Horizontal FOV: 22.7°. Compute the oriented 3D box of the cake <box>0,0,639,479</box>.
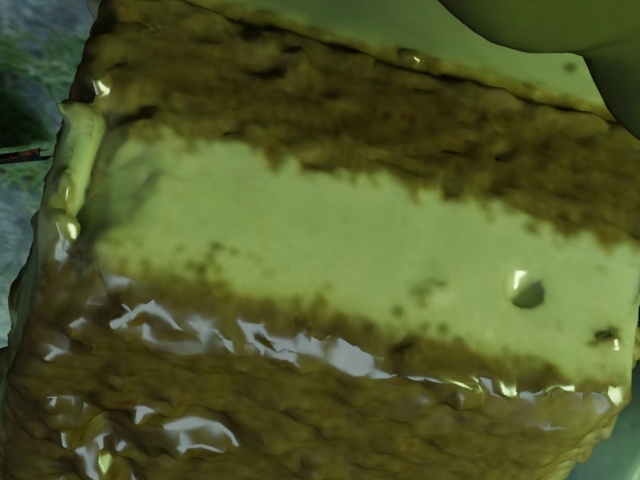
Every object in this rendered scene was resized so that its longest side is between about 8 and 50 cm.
[{"bbox_3d":[0.000,0.000,0.754,0.282,0.290,0.255,14,144,-8],"label":"cake"}]

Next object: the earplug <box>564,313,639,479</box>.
[{"bbox_3d":[0.259,0.120,0.947,0.326,0.175,0.214,-5,146,6],"label":"earplug"}]

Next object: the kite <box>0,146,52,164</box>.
[{"bbox_3d":[-0.246,-0.037,0.914,0.183,0.014,0.241,-10,-171,-29],"label":"kite"}]

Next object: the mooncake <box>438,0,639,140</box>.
[{"bbox_3d":[0.185,-0.180,0.488,0.378,0.200,0.378,-2,148,-1],"label":"mooncake"}]
